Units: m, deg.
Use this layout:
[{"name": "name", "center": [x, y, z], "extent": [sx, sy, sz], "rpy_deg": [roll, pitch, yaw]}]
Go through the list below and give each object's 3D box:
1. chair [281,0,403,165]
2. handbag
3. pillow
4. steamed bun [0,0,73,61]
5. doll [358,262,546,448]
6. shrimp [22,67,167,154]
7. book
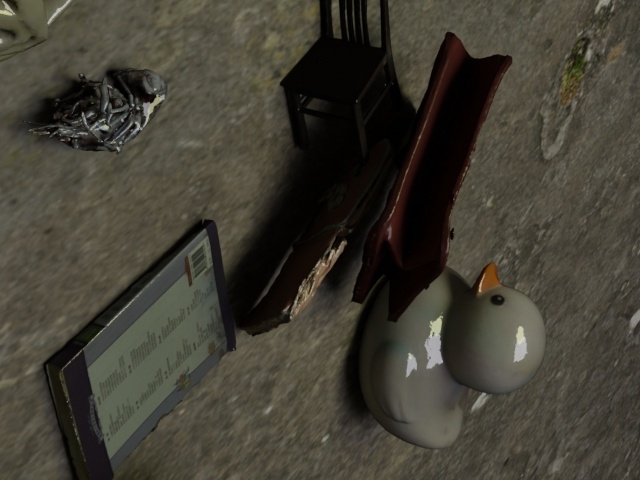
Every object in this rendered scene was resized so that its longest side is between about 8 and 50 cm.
[{"name": "chair", "center": [0.018, -0.189, 1.390], "extent": [0.101, 0.084, 0.212], "rpy_deg": [-56, 150, -35]}, {"name": "handbag", "center": [0.110, -0.064, 1.529], "extent": [0.275, 0.084, 0.260], "rpy_deg": [108, 1, -72]}, {"name": "pillow", "center": [0.000, 0.000, 1.450], "extent": [0.232, 0.043, 0.126], "rpy_deg": [-57, -170, -24]}, {"name": "steamed bun", "center": [-0.211, -0.182, 0.824], "extent": [0.218, 0.144, 0.211], "rpy_deg": [-30, 151, 9]}, {"name": "doll", "center": [0.169, 0.140, 1.739], "extent": [0.221, 0.221, 0.251], "rpy_deg": [-16, 121, -59]}, {"name": "shrimp", "center": [-0.173, -0.100, 1.115], "extent": [0.065, 0.056, 0.165], "rpy_deg": [-64, 167, 19]}, {"name": "book", "center": [-0.158, 0.104, 1.308], "extent": [0.231, 0.026, 0.157], "rpy_deg": [-46, 141, -41]}]
